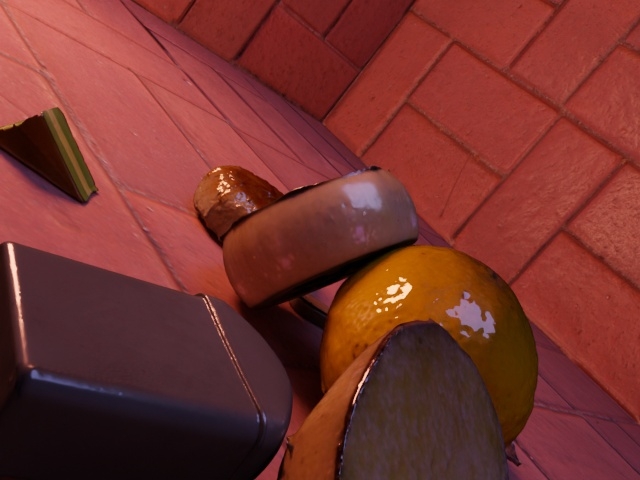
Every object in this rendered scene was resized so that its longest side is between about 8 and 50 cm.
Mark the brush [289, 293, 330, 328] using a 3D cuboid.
[{"bbox_3d":[0.095,0.154,1.046,0.327,0.065,0.070,33,17,-18],"label":"brush"}]

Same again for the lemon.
[{"bbox_3d":[0.121,0.132,0.779,0.261,0.260,0.284,33,33,-25],"label":"lemon"}]

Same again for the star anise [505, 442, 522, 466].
[{"bbox_3d":[0.249,0.289,1.014,0.129,0.056,0.124,46,14,29],"label":"star anise"}]

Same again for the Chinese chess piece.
[{"bbox_3d":[0.000,0.000,0.874,0.104,0.257,0.257,67,18,7],"label":"Chinese chess piece"}]

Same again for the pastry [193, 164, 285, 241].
[{"bbox_3d":[-0.106,-0.041,1.078,0.192,0.093,0.182,27,20,-43],"label":"pastry"}]

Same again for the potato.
[{"bbox_3d":[0.054,0.212,0.523,0.239,0.116,0.299,45,43,-24],"label":"potato"}]

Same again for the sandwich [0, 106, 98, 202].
[{"bbox_3d":[-0.336,-0.094,0.824,0.074,0.074,0.116,-95,165,-73],"label":"sandwich"}]

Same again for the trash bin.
[{"bbox_3d":[-0.136,0.104,0.510,0.236,0.101,0.176,25,21,-40],"label":"trash bin"}]
